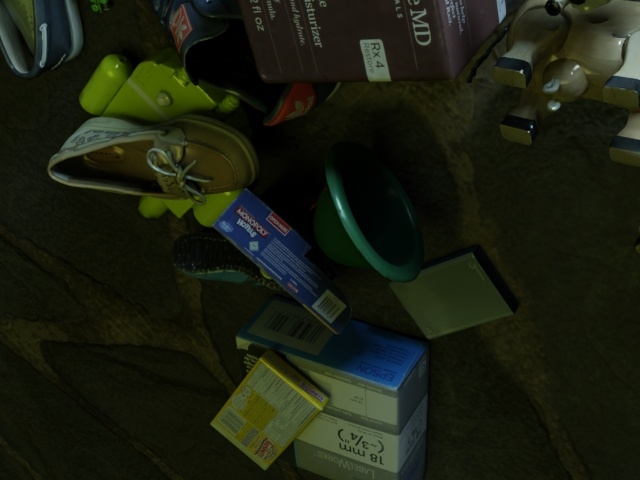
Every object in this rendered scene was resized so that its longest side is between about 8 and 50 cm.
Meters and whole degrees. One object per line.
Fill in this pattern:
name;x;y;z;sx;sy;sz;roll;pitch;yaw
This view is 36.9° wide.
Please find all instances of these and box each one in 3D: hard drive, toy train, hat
hard drive;0.161;0.065;1.169;0.135;0.022;0.094;-24;108;42
toy train;-0.272;-0.315;1.159;0.023;0.017;0.083;3;125;18
hat;0.000;0.000;1.099;0.183;0.208;0.173;-28;87;27

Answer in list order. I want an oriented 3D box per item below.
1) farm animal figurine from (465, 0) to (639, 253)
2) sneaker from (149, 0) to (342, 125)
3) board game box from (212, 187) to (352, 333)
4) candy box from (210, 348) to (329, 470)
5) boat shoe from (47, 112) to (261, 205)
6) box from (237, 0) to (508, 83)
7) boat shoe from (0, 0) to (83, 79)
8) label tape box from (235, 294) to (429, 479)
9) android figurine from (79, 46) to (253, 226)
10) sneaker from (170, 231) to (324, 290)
farm animal figurine;0.297;-0.132;0.821;0.326;0.172;0.330;26;151;16
sneaker;-0.135;-0.255;1.023;0.350;0.148;0.131;37;135;3
board game box;-0.046;0.010;1.163;0.194;0.194;0.060;42;92;-14
candy box;-0.073;0.233;1.299;0.105;0.027;0.206;38;137;2
boat shoe;-0.202;-0.089;1.157;0.285;0.089;0.105;4;126;33
box;0.047;-0.255;0.891;0.203;0.167;0.168;5;126;30
boat shoe;-0.366;-0.339;1.146;0.114;0.091;0.303;6;127;29
label tape box;0.022;0.262;1.353;0.240;0.106;0.334;15;130;24
android figurine;-0.192;-0.133;1.223;0.248;0.056;0.273;47;137;-7
sneaker;-0.093;0.027;1.287;0.209;0.082;0.069;7;85;12
